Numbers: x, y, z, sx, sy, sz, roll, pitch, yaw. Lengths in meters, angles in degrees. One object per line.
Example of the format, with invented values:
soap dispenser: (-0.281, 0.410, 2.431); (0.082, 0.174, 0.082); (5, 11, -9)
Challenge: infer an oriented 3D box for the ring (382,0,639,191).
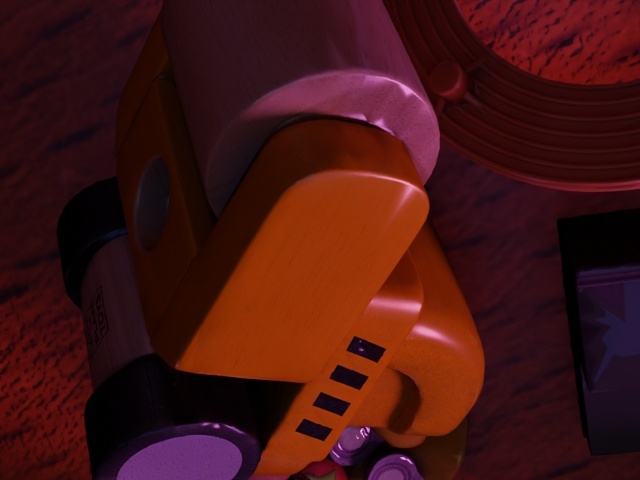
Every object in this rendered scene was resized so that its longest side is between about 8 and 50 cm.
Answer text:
ring: (0.164, -0.194, 0.696); (0.336, 0.032, 0.336); (-8, 75, 31)

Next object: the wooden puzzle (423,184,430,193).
wooden puzzle: (0.037, -0.057, 0.840); (0.049, 0.006, 0.083); (-24, 98, 11)

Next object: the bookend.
bookend: (0.196, 0.070, 0.771); (0.072, 0.157, 0.156); (-7, 100, 8)

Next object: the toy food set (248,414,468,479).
toy food set: (-0.006, 0.148, 0.853); (0.218, 0.071, 0.128); (-20, 98, 10)

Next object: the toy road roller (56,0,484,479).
toy road roller: (0.000, 0.000, 0.716); (0.241, 0.202, 0.329); (7, 134, -27)
